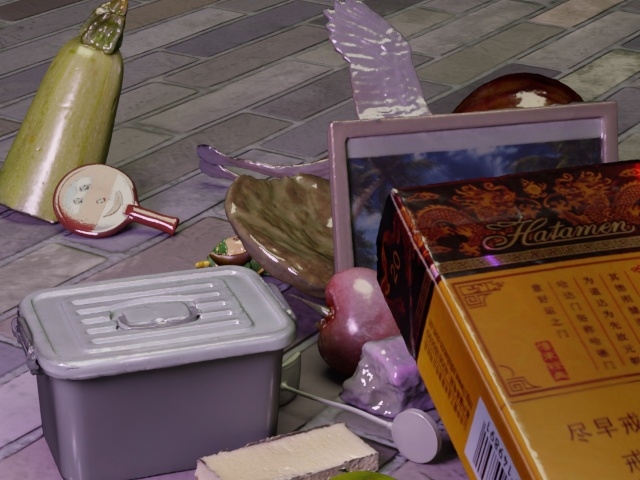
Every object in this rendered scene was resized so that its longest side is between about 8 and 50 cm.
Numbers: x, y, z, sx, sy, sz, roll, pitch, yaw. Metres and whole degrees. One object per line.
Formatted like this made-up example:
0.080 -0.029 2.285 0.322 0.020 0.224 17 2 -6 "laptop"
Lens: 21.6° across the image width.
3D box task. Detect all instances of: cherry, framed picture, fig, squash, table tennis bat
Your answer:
0.050 0.076 1.649 0.126 0.106 0.087 -13 -2 -23 "cherry"
0.163 -0.021 1.727 0.315 0.232 0.024 -6 9 -14 "framed picture"
0.166 -0.068 1.938 0.321 0.217 0.217 -13 17 23 "fig"
-0.298 -0.161 2.069 0.137 0.287 0.137 20 -3 1 "squash"
-0.241 -0.039 1.983 0.154 0.019 0.098 18 64 7 "table tennis bat"

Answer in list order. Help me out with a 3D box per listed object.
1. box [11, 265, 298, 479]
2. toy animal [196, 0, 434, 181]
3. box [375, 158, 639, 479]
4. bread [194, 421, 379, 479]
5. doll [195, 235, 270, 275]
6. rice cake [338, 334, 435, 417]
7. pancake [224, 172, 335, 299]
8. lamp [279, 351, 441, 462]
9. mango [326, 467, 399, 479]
-0.147 0.121 1.499 0.243 0.135 0.163 -7 25 -20 "box"
0.048 -0.118 2.103 0.302 0.225 0.284 32 55 33 "toy animal"
0.233 0.109 1.396 0.264 0.116 0.415 -8 44 -17 "box"
-0.027 0.196 1.458 0.153 0.028 0.068 -12 26 -30 "bread"
-0.076 0.022 1.863 0.113 0.077 0.078 -33 1 -7 "doll"
0.201 0.097 1.656 0.399 0.064 0.070 -13 32 -30 "rice cake"
-0.001 0.001 1.803 0.222 0.042 0.236 39 25 7 "pancake"
0.036 0.151 1.538 0.198 0.050 0.056 17 26 35 "lamp"
0.001 0.239 1.271 0.178 0.100 0.119 -24 -4 -30 "mango"
